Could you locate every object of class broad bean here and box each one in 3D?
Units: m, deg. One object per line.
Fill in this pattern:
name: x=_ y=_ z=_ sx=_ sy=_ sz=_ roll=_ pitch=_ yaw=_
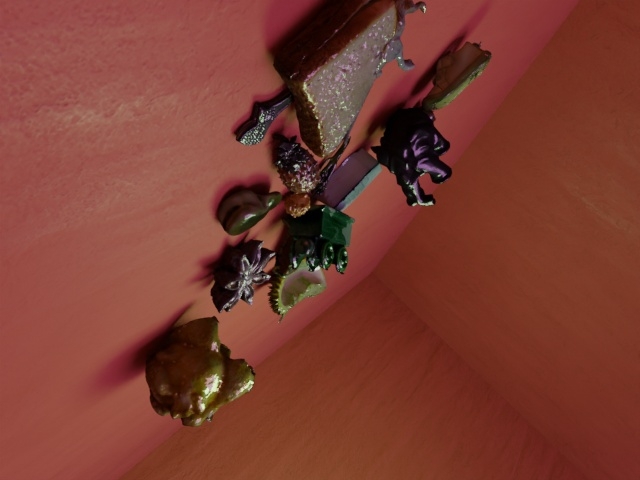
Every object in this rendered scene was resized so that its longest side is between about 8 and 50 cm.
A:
broad bean: x=-0.170 y=-0.070 z=1.166 sx=0.153 sy=0.072 sz=0.206 roll=-37 pitch=171 yaw=17

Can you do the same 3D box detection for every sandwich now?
sandwich: x=0.044 y=-0.326 z=0.934 sx=0.254 sy=0.099 sz=0.288 roll=-47 pitch=159 yaw=-11

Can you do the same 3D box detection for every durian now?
durian: x=-0.090 y=0.171 z=1.874 sx=0.352 sy=0.169 sz=0.158 roll=-26 pitch=156 yaw=-52

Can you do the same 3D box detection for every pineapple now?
pineapple: x=-0.060 y=-0.186 z=1.112 sx=0.108 sy=0.108 sz=0.198 roll=-44 pitch=160 yaw=-6

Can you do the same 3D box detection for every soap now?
soap: x=0.093 y=-0.188 z=1.564 sx=0.230 sy=0.091 sz=0.145 roll=-48 pitch=166 yaw=5

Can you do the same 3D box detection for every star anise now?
star anise: x=-0.242 y=0.098 z=1.369 sx=0.236 sy=0.109 sz=0.223 roll=-57 pitch=163 yaw=-10

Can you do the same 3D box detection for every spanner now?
spanner: x=-0.048 y=-0.302 z=0.963 sx=0.325 sy=0.026 sz=0.093 roll=-43 pitch=163 yaw=-16

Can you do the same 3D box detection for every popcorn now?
popcorn: x=-0.069 y=-0.107 z=1.354 sx=0.057 sy=0.083 sz=0.082 roll=124 pitch=-15 yaw=-53
popcorn: x=-0.394 y=0.383 z=1.445 sx=0.290 sy=0.321 sz=0.326 roll=-9 pitch=127 yaw=-41

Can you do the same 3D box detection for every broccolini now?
broccolini: x=0.022 y=-0.225 z=1.385 sx=0.201 sy=0.058 sz=0.074 roll=-63 pitch=179 yaw=4

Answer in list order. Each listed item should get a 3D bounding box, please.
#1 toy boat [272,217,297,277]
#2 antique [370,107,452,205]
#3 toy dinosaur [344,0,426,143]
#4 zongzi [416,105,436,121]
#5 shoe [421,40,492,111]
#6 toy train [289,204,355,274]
toy boat: x=-0.100 y=0.019 z=1.581 sx=0.099 sy=0.108 sz=0.293 roll=-6 pitch=144 yaw=-18
antique: x=0.295 y=-0.285 z=1.524 sx=0.185 sy=0.255 sz=0.322 roll=-16 pitch=-135 yaw=33
toy dinosaur: x=0.131 y=-0.397 z=1.030 sx=0.393 sy=0.092 sz=0.205 roll=-55 pitch=164 yaw=2
zongzi: x=0.332 y=-0.400 z=1.720 sx=0.189 sy=0.081 sz=0.178 roll=-43 pitch=177 yaw=10
shoe: x=0.425 y=-0.522 z=1.516 sx=0.262 sy=0.128 sz=0.140 roll=-39 pitch=160 yaw=11
toy train: x=0.000 y=0.000 z=1.484 sx=0.266 sy=0.145 sz=0.202 roll=17 pitch=76 yaw=-62
